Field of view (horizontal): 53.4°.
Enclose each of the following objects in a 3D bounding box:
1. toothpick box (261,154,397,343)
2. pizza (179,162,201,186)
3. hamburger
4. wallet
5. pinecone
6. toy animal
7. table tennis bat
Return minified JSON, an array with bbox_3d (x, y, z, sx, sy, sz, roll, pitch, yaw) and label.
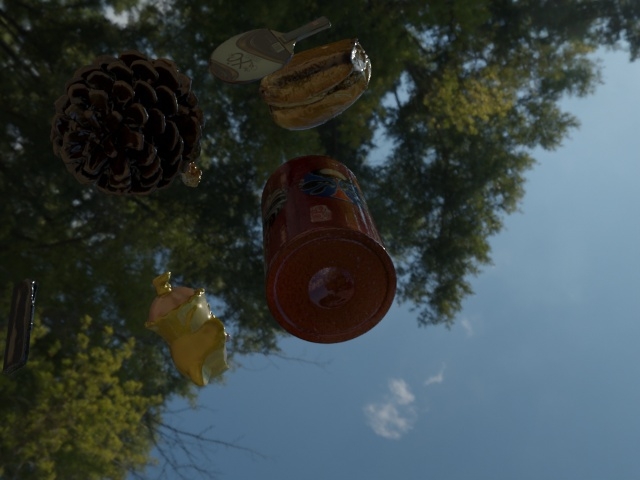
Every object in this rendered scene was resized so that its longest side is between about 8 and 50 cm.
[{"bbox_3d":[0.000,0.000,1.092,0.204,0.204,0.333,-29,-153,8],"label":"toothpick box"},{"bbox_3d":[-0.327,-0.255,1.454,0.056,0.134,0.271,-14,-111,-23],"label":"pizza"},{"bbox_3d":[-0.008,-0.419,1.668,0.284,0.174,0.305,-20,-151,19],"label":"hamburger"},{"bbox_3d":[-0.513,0.143,1.083,0.082,0.018,0.157,-27,-123,33],"label":"wallet"},{"bbox_3d":[-0.321,-0.181,1.023,0.246,0.246,0.292,-26,-168,12],"label":"pinecone"},{"bbox_3d":[-0.263,0.171,1.245,0.156,0.230,0.156,-24,-174,3],"label":"toy animal"},{"bbox_3d":[-0.112,-0.443,1.462,0.301,0.022,0.173,-27,-125,-11],"label":"table tennis bat"}]
